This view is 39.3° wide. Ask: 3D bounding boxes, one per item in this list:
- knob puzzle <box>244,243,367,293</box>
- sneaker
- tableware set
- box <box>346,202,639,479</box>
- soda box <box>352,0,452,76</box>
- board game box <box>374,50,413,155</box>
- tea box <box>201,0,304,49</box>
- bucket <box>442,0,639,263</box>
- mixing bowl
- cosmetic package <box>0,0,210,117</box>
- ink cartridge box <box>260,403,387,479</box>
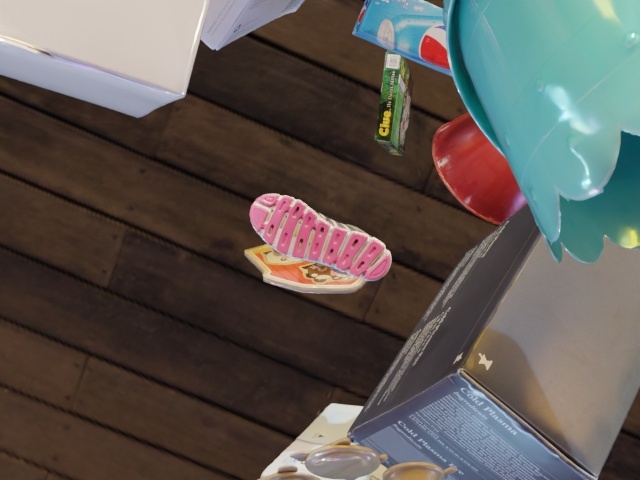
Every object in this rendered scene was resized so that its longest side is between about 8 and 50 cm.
[{"bbox_3d":[0.001,0.027,1.355,0.213,0.213,0.030,2,116,6],"label":"knob puzzle"},{"bbox_3d":[0.000,0.000,1.012,0.170,0.075,0.063,22,88,8],"label":"sneaker"},{"bbox_3d":[0.031,0.218,0.803,0.169,0.020,0.141,24,135,-29],"label":"tableware set"},{"bbox_3d":[0.235,0.123,1.063,0.179,0.312,0.343,38,60,0],"label":"box"},{"bbox_3d":[0.152,-0.257,1.149,0.210,0.071,0.067,20,97,-10],"label":"soda box"},{"bbox_3d":[0.122,-0.214,1.446,0.030,0.260,0.136,10,92,9],"label":"board game box"},{"bbox_3d":[-0.162,-0.520,1.436,0.323,0.329,0.220,43,122,0],"label":"tea box"},{"bbox_3d":[0.223,-0.129,0.575,0.281,0.281,0.183,-31,68,13],"label":"bucket"},{"bbox_3d":[0.254,-0.121,1.231,0.181,0.181,0.098,38,135,-4],"label":"mixing bowl"},{"bbox_3d":[-0.138,-0.277,0.534,0.197,0.155,0.365,17,88,-21],"label":"cosmetic package"},{"bbox_3d":[0.139,0.368,1.446,0.385,0.308,0.091,-1,100,22],"label":"ink cartridge box"}]
